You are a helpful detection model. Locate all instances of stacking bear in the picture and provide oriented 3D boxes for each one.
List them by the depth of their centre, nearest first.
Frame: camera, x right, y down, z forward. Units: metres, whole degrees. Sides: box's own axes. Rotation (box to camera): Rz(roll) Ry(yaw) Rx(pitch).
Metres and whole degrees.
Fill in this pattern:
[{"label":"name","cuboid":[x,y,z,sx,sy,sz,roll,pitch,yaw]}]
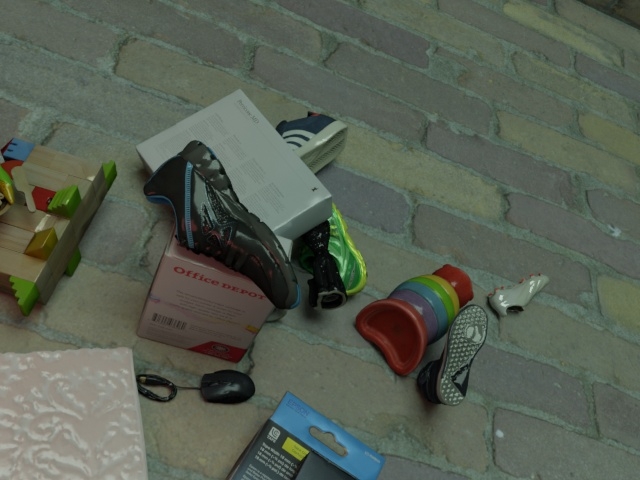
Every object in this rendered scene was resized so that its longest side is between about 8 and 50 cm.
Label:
[{"label":"stacking bear","cuboid":[0.248,0.151,1.756,0.175,0.164,0.289,47,45,13]}]

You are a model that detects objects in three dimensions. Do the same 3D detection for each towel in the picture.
[{"label":"towel","cuboid":[-0.477,0.339,1.318,0.331,0.053,0.317,2,54,-26]}]

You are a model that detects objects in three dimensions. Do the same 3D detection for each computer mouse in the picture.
[{"label":"computer mouse","cuboid":[-0.242,0.281,1.485,0.241,0.041,0.071,5,54,-22]}]

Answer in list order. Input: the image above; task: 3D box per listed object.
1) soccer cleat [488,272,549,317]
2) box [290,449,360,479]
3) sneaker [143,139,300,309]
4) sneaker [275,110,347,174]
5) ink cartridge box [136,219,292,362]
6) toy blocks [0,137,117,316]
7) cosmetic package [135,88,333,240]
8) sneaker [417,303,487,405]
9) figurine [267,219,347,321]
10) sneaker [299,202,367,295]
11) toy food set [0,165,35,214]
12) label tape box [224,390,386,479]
[{"label":"soccer cleat","cuboid":[0.517,0.143,1.952,0.196,0.068,0.076,-17,69,-27]},{"label":"box","cuboid":[0.004,0.501,1.282,0.183,0.059,0.233,33,48,1]},{"label":"sneaker","cuboid":[-0.164,-0.004,1.300,0.139,0.125,0.341,-37,78,-12]},{"label":"sneaker","cuboid":[-0.088,-0.218,1.900,0.148,0.131,0.350,33,48,24]},{"label":"ink cartridge box","cuboid":[-0.209,0.094,1.465,0.226,0.306,0.131,19,49,-13]},{"label":"toy blocks","cuboid":[-0.603,-0.052,1.490,0.260,0.191,0.382,17,58,3]},{"label":"cosmetic package","cuboid":[-0.193,-0.133,1.693,0.284,0.097,0.377,-33,64,-13]},{"label":"sneaker","cuboid":[0.286,0.253,1.670,0.086,0.163,0.226,24,75,-3]},{"label":"figurine","cuboid":[-0.064,0.057,1.669,0.214,0.092,0.210,-11,58,0]},{"label":"sneaker","cuboid":[0.000,0.000,1.772,0.123,0.109,0.296,-15,62,-35]},{"label":"toy food set","cuboid":[-0.617,-0.091,1.359,0.192,0.039,0.132,-12,58,-32]},{"label":"label tape box","cuboid":[-0.058,0.481,1.378,0.240,0.106,0.334,35,48,1]}]
